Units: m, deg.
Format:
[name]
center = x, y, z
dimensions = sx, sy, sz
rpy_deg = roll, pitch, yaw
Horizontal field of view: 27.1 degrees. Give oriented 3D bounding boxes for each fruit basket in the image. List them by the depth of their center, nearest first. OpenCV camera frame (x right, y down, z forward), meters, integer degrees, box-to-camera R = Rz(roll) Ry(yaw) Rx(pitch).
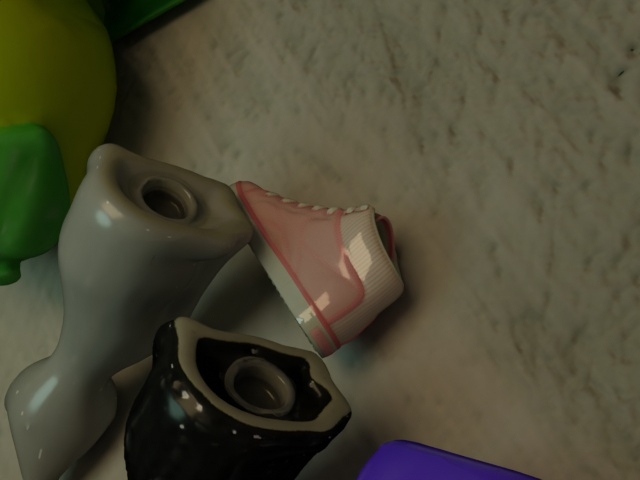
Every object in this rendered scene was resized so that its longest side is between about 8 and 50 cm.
[fruit basket]
center = -0.243, -0.167, 0.853
dimensions = 0.392, 0.283, 0.392
rpy_deg = -27, 35, 21

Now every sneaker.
[sneaker]
center = 0.000, 0.000, 0.710
dimensions = 0.070, 0.051, 0.134
rpy_deg = -35, 43, 0

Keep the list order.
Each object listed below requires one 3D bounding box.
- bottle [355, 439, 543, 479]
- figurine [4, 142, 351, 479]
[bottle]
center = 0.028, 0.227, 0.532
dimensions = 0.118, 0.092, 0.283
rpy_deg = 9, 72, 38
[figurine]
center = -0.101, 0.092, 0.686
dimensions = 0.209, 0.092, 0.215
rpy_deg = -58, 41, 29
